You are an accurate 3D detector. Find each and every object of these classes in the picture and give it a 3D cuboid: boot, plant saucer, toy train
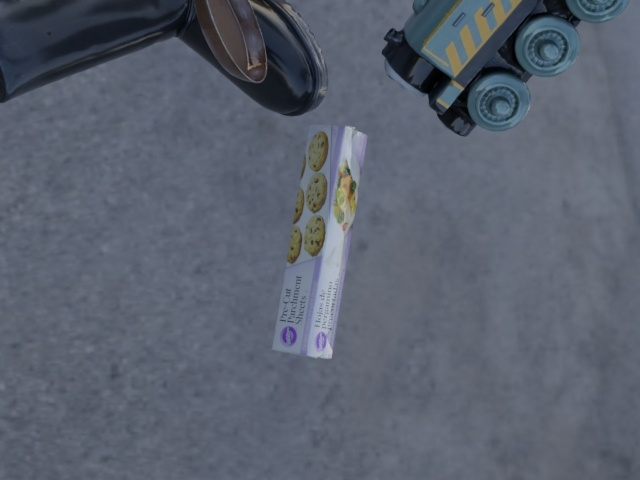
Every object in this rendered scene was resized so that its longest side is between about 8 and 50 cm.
[{"bbox_3d":[-0.251,-0.269,1.702,0.445,0.146,0.367,-22,64,-45],"label":"boot"},{"bbox_3d":[-0.119,-0.277,1.628,0.168,0.029,0.168,-19,90,-73],"label":"plant saucer"},{"bbox_3d":[0.221,-0.279,1.508,0.190,0.334,0.142,34,27,-14],"label":"toy train"}]

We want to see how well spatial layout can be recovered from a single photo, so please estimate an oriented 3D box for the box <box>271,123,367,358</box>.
[{"bbox_3d":[0.000,0.000,1.768,0.063,0.067,0.324,16,82,-54],"label":"box"}]
